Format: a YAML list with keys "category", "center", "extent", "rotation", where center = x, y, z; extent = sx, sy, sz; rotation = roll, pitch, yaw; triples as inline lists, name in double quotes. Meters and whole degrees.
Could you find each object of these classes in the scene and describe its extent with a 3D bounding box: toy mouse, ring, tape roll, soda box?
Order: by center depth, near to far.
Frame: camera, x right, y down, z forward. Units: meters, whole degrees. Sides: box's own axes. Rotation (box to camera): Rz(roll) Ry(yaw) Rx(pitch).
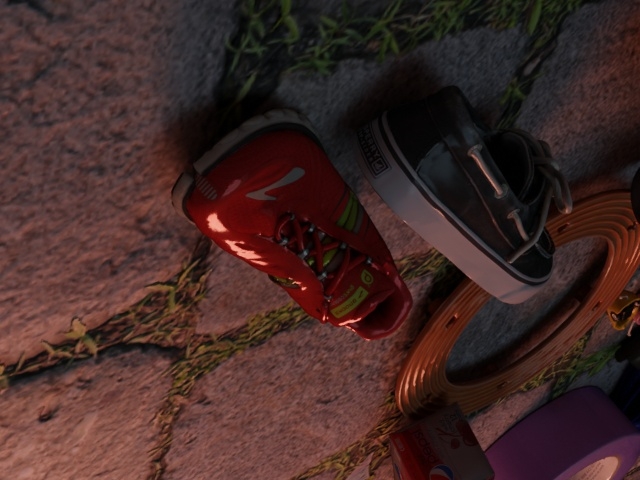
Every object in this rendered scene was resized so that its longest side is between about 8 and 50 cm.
- category: "ring"
  center: [0.209, 0.067, 1.348]
  extent: [0.337, 0.032, 0.336]
  rotation: [-29, 149, -19]
- category: "soda box"
  center: [0.133, 0.269, 1.444]
  extent: [0.083, 0.092, 0.263]
  rotation: [-25, 156, -6]
- category: "toy mouse"
  center: [0.395, 0.055, 1.547]
  extent: [0.143, 0.031, 0.161]
  rotation: [-33, 152, -12]
- category: "tape roll"
  center: [0.306, 0.323, 1.767]
  extent: [0.275, 0.090, 0.274]
  rotation: [-29, 150, -19]

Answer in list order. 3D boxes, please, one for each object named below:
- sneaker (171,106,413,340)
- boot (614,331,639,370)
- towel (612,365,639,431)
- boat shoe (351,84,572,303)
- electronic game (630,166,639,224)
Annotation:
- category: "sneaker"
  center: [0.000, 0.000, 0.910]
  extent: [0.107, 0.118, 0.279]
  rotation: [-44, 152, 6]
- category: "boot"
  center: [0.488, 0.135, 1.712]
  extent: [0.198, 0.077, 0.137]
  rotation: [28, 117, -33]
- category: "towel"
  center: [0.545, 0.186, 1.876]
  extent: [0.308, 0.076, 0.227]
  rotation: [-21, 150, -27]
- category: "boat shoe"
  center: [0.138, -0.040, 1.023]
  extent: [0.105, 0.113, 0.306]
  rotation: [-32, 145, 17]
- category: "electronic game"
  center: [0.407, -0.051, 1.218]
  extent: [0.229, 0.229, 0.048]
  rotation: [-29, 125, -18]
